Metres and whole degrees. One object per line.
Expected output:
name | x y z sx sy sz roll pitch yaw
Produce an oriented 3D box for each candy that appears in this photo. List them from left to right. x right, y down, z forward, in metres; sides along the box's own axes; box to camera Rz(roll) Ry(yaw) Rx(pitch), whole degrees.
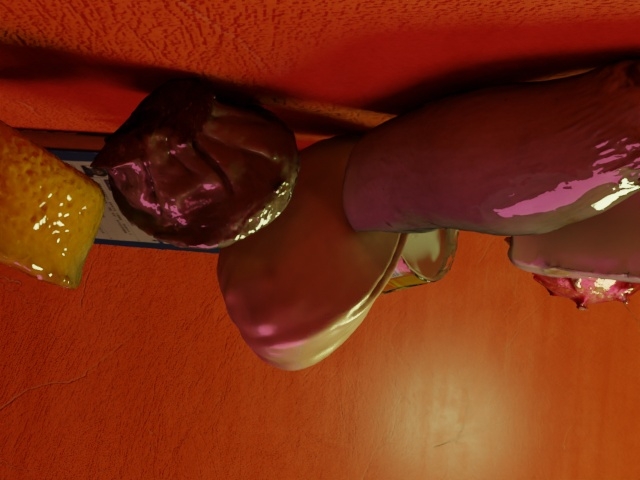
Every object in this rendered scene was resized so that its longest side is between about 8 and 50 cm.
candy | 0.305 -0.034 0.869 0.116 0.155 0.265 2 180 -26

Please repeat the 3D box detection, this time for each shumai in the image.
shumai | -0.119 -0.094 0.822 0.201 0.201 0.120 4 138 8

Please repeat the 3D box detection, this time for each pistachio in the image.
pistachio | 0.000 0.000 0.980 0.214 0.318 0.193 7 136 34

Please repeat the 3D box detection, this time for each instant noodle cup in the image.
instant noodle cup | 0.076 -0.019 1.255 0.182 0.230 0.230 -10 170 40

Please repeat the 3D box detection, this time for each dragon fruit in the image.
dragon fruit | 0.437 0.010 1.465 0.268 0.210 0.205 13 169 6

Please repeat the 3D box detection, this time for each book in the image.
book | -0.362 -0.071 1.364 0.428 0.039 0.300 4 152 9

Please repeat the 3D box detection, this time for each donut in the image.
donut | -0.322 -0.071 0.765 0.303 0.110 0.303 29 175 3

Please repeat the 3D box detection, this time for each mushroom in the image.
mushroom | 0.154 -0.067 0.733 0.178 0.126 0.397 -5 -179 -18
